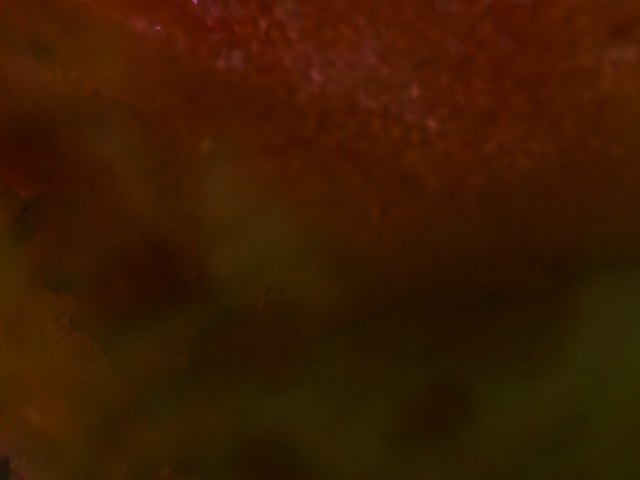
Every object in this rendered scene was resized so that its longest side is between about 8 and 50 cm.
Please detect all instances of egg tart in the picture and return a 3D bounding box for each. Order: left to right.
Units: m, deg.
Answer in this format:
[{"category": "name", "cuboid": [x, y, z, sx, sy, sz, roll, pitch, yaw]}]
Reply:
[{"category": "egg tart", "cuboid": [0.043, -0.067, 0.421, 0.388, 0.388, 0.169, -26, 175, 21]}]
